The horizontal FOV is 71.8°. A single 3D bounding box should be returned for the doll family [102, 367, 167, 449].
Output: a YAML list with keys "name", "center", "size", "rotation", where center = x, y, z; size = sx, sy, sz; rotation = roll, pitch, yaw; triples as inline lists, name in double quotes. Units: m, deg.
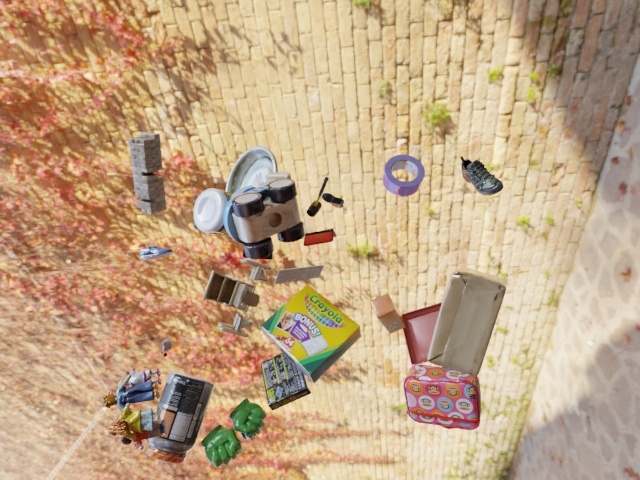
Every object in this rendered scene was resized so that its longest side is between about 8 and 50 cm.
- name: "doll family"
  center: [-0.593, 0.519, 1.390]
  size: [0.118, 0.163, 0.262]
  rotation: [90, 165, -63]

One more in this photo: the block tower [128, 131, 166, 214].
- name: "block tower"
  center: [-0.735, -0.286, 1.885]
  size: [0.097, 0.091, 0.335]
  rotation: [-33, -48, -56]

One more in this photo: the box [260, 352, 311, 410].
- name: "box"
  center: [-0.183, 0.701, 2.264]
  size: [0.270, 0.216, 0.060]
  rotation: [-115, -1, -51]

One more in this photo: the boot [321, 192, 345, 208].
- name: "boot"
  center: [0.063, -0.193, 2.165]
  size: [0.099, 0.121, 0.045]
  rotation: [109, 178, -85]

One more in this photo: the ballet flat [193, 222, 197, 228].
- name: "ballet flat"
  center: [-0.626, -0.070, 2.271]
  size: [0.114, 0.041, 0.041]
  rotation: [178, 88, -84]

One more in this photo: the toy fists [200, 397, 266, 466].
- name: "toy fists"
  center: [-0.341, 0.775, 1.784]
  size: [0.279, 0.142, 0.096]
  rotation: [-39, -22, -32]

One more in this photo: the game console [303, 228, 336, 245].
- name: "game console"
  center: [0.000, 0.000, 2.104]
  size: [0.124, 0.144, 0.085]
  rotation: [57, -154, -64]

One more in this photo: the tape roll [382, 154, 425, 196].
- name: "tape roll"
  center: [0.390, -0.307, 2.080]
  size: [0.080, 0.189, 0.188]
  rotation: [92, 179, -63]

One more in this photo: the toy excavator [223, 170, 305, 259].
- name: "toy excavator"
  center: [-0.220, -0.157, 1.753]
  size: [0.445, 0.433, 0.222]
  rotation: [25, 134, 49]

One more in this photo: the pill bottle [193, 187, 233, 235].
- name: "pill bottle"
  center: [-0.364, -0.106, 1.921]
  size: [0.334, 0.188, 0.187]
  rotation: [10, -105, -55]

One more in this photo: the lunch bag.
- name: "lunch bag"
  center: [0.489, 0.640, 1.769]
  size: [0.120, 0.293, 0.258]
  rotation: [-38, -59, -59]

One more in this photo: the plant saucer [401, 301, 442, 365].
- name: "plant saucer"
  center: [0.519, 0.429, 2.037]
  size: [0.047, 0.259, 0.258]
  rotation: [49, -154, -49]

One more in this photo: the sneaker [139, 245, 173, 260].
- name: "sneaker"
  center: [-0.715, 0.046, 1.921]
  size: [0.053, 0.144, 0.059]
  rotation: [87, 174, -68]

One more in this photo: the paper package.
- name: "paper package"
  center: [0.494, 0.255, 1.474]
  size: [0.325, 0.168, 0.309]
  rotation: [-2, -72, -68]

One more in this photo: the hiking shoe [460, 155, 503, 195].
- name: "hiking shoe"
  center: [0.633, -0.261, 1.769]
  size: [0.114, 0.086, 0.227]
  rotation: [48, -179, -37]

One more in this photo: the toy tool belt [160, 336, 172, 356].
- name: "toy tool belt"
  center: [-0.751, 0.517, 2.148]
  size: [0.051, 0.052, 0.083]
  rotation: [14, 94, 64]

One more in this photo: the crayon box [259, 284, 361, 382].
- name: "crayon box"
  center: [-0.046, 0.420, 2.054]
  size: [0.313, 0.363, 0.106]
  rotation: [-41, -36, -20]

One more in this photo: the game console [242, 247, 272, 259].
- name: "game console"
  center: [-0.263, 0.067, 1.848]
  size: [0.107, 0.122, 0.071]
  rotation: [110, 163, -60]

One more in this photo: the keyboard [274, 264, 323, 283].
- name: "keyboard"
  center: [-0.094, 0.154, 2.019]
  size: [0.014, 0.256, 0.072]
  rotation: [37, 121, 43]

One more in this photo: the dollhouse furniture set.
- name: "dollhouse furniture set"
  center: [-0.462, 0.272, 2.305]
  size: [0.394, 0.257, 0.361]
  rotation: [166, 123, -74]

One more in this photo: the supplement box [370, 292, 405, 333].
- name: "supplement box"
  center: [0.262, 0.283, 1.692]
  size: [0.233, 0.078, 0.080]
  rotation: [50, -164, -58]

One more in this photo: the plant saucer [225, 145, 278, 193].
- name: "plant saucer"
  center: [-0.327, -0.273, 2.236]
  size: [0.101, 0.401, 0.400]
  rotation: [18, -116, -45]

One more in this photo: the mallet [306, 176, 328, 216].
- name: "mallet"
  center: [0.000, -0.162, 1.572]
  size: [0.062, 0.039, 0.189]
  rotation: [-56, -5, -44]

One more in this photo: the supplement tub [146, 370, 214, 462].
- name: "supplement tub"
  center: [-0.565, 0.703, 1.774]
  size: [0.193, 0.194, 0.315]
  rotation: [70, -146, -68]
